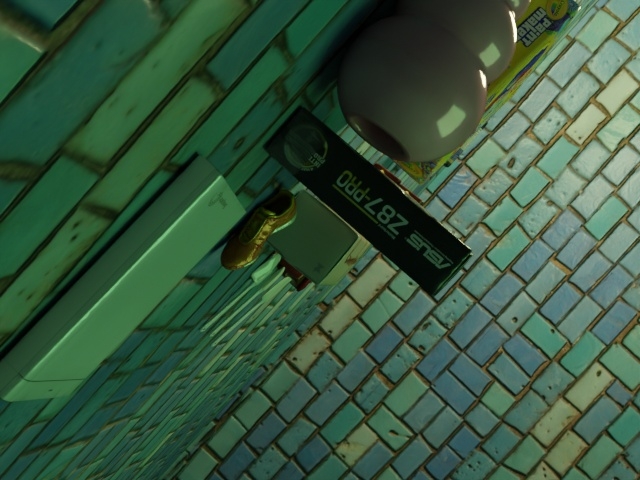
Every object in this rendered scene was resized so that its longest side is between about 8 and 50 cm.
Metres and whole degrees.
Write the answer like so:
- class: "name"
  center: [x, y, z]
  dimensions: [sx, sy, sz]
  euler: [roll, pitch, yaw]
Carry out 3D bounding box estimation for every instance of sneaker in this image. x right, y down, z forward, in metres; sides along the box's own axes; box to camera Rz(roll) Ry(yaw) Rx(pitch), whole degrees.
- class: "sneaker"
  center: [-0.109, -0.022, 1.432]
  dimensions: [0.175, 0.064, 0.067]
  euler: [-49, 154, -24]

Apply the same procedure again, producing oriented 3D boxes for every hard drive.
- class: "hard drive"
  center: [-0.242, 0.057, 1.083]
  dimensions: [0.353, 0.047, 0.233]
  euler: [-47, 173, -5]

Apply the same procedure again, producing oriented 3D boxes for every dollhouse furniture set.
- class: "dollhouse furniture set"
  center: [0.058, -0.004, 2.023]
  dimensions: [0.374, 0.152, 0.201]
  euler: [-49, 172, 14]

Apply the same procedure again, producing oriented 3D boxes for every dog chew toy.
- class: "dog chew toy"
  center: [0.170, -0.272, 1.171]
  dimensions: [0.332, 0.206, 0.206]
  euler: [-55, 173, -8]

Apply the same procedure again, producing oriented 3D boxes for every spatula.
- class: "spatula"
  center: [-0.169, 0.136, 1.909]
  dimensions: [0.242, 0.019, 0.168]
  euler: [-40, 161, -10]

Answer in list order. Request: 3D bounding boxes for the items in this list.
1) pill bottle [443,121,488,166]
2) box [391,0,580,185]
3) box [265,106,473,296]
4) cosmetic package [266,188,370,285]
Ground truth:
- class: "pill bottle"
  center: [0.364, -0.311, 2.260]
  dimensions: [0.219, 0.123, 0.123]
  euler: [-49, 172, 12]
- class: "box"
  center: [0.237, -0.295, 1.453]
  dimensions: [0.290, 0.177, 0.279]
  euler: [-44, 173, -25]
- class: "box"
  center: [0.093, -0.051, 1.357]
  dimensions: [0.097, 0.318, 0.395]
  euler: [-47, 174, 5]
- class: "cosmetic package"
  center: [0.000, 0.000, 1.745]
  dimensions: [0.129, 0.153, 0.296]
  euler: [-49, 174, 3]
